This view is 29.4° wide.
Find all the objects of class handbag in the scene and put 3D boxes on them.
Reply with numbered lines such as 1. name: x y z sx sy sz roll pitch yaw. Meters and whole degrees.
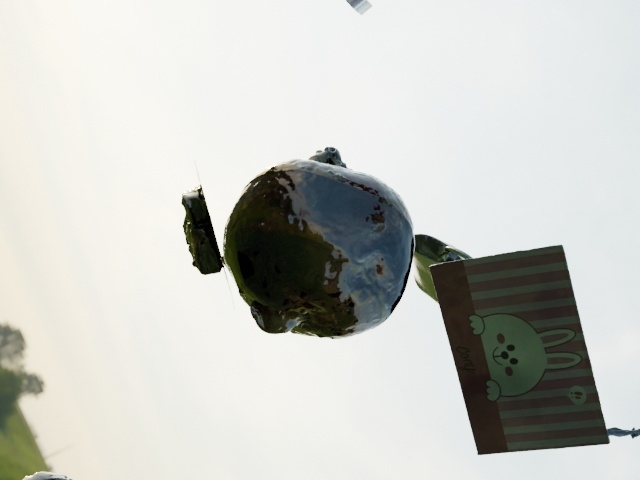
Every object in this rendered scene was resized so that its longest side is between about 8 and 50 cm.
1. handbag: 0.259 0.076 2.258 0.241 0.109 0.315 34 -1 9

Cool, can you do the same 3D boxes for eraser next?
1. eraser: 0.045 -0.377 1.843 0.065 0.026 0.105 54 11 5

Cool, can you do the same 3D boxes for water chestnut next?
1. water chestnut: 0.000 0.000 1.399 0.223 0.224 0.238 87 10 -52

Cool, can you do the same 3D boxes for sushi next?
1. sushi: -0.185 -0.006 1.874 0.219 0.047 0.231 109 -35 -81

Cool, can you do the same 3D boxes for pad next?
1. pad: 0.282 0.162 1.732 0.005 0.202 0.299 -35 113 -62

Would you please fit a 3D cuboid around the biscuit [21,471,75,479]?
1. biscuit: -0.296 0.323 1.244 0.031 0.176 0.228 12 -20 28

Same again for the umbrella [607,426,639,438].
1. umbrella: 0.472 0.300 1.900 0.013 0.122 0.022 135 -52 -60
